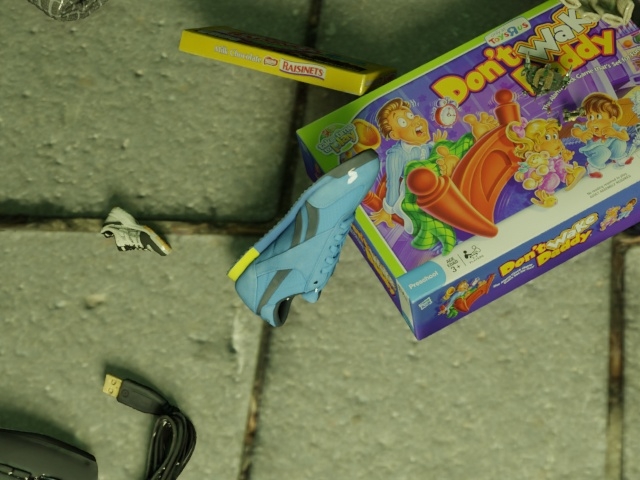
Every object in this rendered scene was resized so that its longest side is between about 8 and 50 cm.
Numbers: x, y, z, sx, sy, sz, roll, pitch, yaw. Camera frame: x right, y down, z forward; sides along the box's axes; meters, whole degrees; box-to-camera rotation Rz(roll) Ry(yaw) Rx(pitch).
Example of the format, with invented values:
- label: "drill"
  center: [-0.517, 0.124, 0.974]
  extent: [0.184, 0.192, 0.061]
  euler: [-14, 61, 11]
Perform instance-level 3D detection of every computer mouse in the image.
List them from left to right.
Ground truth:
- label: "computer mouse"
  center: [-0.246, 0.191, 1.368]
  extent: [0.262, 0.060, 0.184]
  euler: [15, 63, 17]

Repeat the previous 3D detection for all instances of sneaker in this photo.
- label: "sneaker"
  center: [-0.185, 0.000, 1.499]
  extent: [0.083, 0.032, 0.037]
  euler: [31, 81, 30]
- label: "sneaker"
  center: [0.000, 0.000, 1.391]
  extent: [0.082, 0.209, 0.069]
  euler: [51, 32, 11]

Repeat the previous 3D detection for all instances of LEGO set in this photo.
- label: "LEGO set"
  center: [0.219, -0.143, 1.432]
  extent: [0.054, 0.023, 0.083]
  euler: [-12, 70, 4]

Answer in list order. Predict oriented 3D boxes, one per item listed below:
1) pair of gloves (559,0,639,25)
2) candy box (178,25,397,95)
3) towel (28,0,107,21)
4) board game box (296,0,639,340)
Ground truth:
- label: "pair of gloves"
  center: [0.298, -0.264, 1.488]
  extent: [0.240, 0.042, 0.204]
  euler: [17, 36, -25]
- label: "candy box"
  center: [-0.033, -0.188, 1.551]
  extent: [0.206, 0.105, 0.027]
  euler: [16, 103, 18]
- label: "towel"
  center: [-0.267, -0.401, 1.709]
  extent: [0.284, 0.121, 0.235]
  euler: [-41, 59, -14]
- label: "board game box"
  center: [0.184, -0.085, 1.458]
  extent: [0.347, 0.078, 0.233]
  euler: [-28, 58, -9]
